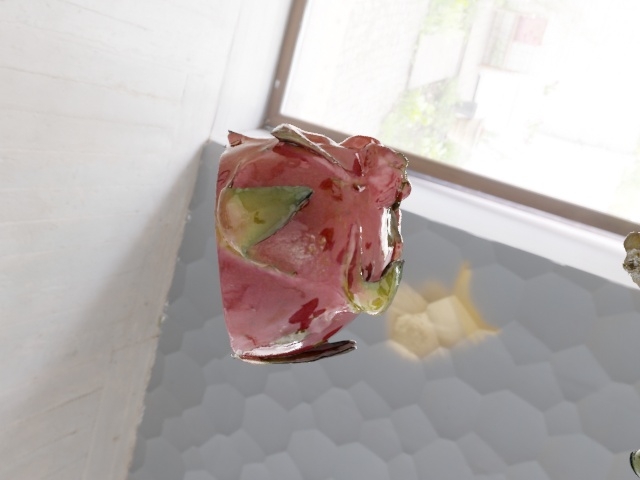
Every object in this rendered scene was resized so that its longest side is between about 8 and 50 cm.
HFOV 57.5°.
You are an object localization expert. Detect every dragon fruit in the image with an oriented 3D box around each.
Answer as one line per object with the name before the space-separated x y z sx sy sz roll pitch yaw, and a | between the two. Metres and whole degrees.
dragon fruit | 0.000 0.000 0.731 0.305 0.225 0.306 -4 90 -89

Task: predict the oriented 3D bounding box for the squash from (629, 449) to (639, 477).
squash | 0.503 0.346 0.783 0.052 0.183 0.052 -13 119 -25

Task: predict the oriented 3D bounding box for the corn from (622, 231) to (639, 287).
corn | 0.500 0.049 0.691 0.119 0.321 0.119 -161 -90 -75
